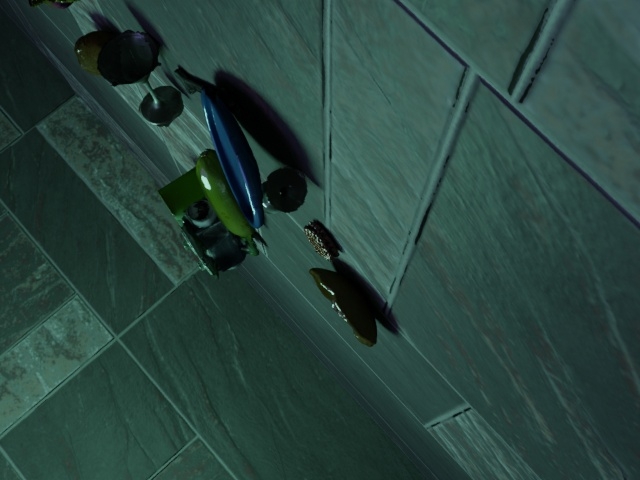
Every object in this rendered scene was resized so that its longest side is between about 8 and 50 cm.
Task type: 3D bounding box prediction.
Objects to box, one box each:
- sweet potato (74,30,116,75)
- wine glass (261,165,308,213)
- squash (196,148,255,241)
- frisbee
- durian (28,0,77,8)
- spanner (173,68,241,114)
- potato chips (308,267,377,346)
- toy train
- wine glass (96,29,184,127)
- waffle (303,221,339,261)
[{"bbox_3d":[-0.503,-0.420,1.812,0.114,0.092,0.341,35,175,-18],"label":"sweet potato"},{"bbox_3d":[-0.076,-0.078,1.370,0.074,0.074,0.262,50,172,-7],"label":"wine glass"},{"bbox_3d":[-0.196,-0.081,1.797,0.094,0.094,0.341,42,165,33],"label":"squash"},{"bbox_3d":[-0.132,-0.135,1.283,0.242,0.045,0.242,159,90,-81],"label":"frisbee"},{"bbox_3d":[-0.515,-0.520,1.569,0.108,0.119,0.186,12,-157,-29],"label":"durian"},{"bbox_3d":[-0.194,-0.255,1.356,0.254,0.015,0.054,33,159,55],"label":"spanner"},{"bbox_3d":[0.057,0.124,1.560,0.208,0.062,0.195,52,175,-23],"label":"potato chips"},{"bbox_3d":[-0.297,-0.051,2.119,0.249,0.173,0.307,54,173,26],"label":"toy train"},{"bbox_3d":[-0.332,-0.296,1.508,0.122,0.122,0.183,44,170,22],"label":"wine glass"},{"bbox_3d":[0.000,0.000,1.436,0.083,0.029,0.075,55,165,-15],"label":"waffle"}]
